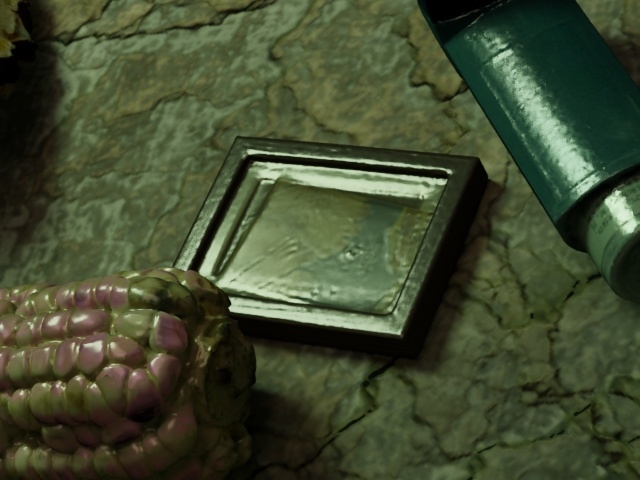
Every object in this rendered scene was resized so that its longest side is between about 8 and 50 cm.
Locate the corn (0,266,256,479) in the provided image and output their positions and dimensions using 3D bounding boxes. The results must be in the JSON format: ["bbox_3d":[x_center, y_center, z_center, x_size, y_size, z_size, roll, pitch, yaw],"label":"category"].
[{"bbox_3d":[-0.193,0.086,1.113,0.335,0.126,0.126,-6,53,25],"label":"corn"}]

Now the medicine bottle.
[{"bbox_3d":[0.128,-0.082,1.077,0.079,0.124,0.258,-27,50,1],"label":"medicine bottle"}]

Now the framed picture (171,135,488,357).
[{"bbox_3d":[0.000,0.000,1.144,0.169,0.023,0.128,7,59,30],"label":"framed picture"}]

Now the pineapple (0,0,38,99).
[{"bbox_3d":[-0.368,-0.127,1.333,0.272,0.262,0.262,-38,43,28],"label":"pineapple"}]
